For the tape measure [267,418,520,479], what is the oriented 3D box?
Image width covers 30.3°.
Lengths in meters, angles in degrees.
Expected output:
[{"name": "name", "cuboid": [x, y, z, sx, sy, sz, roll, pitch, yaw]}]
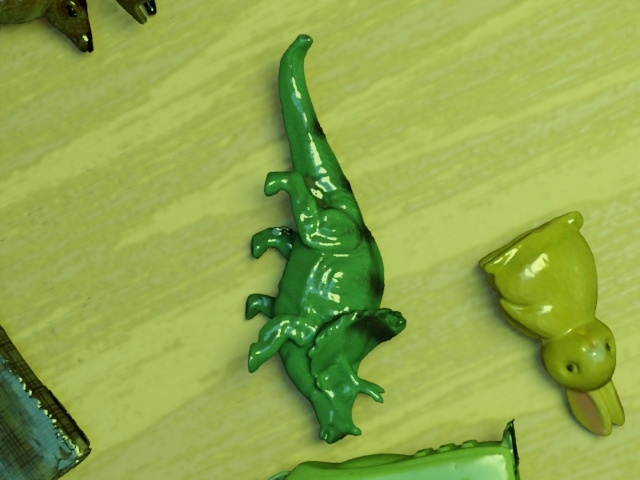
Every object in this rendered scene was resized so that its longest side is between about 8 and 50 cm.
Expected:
[{"name": "tape measure", "cuboid": [0.049, 0.226, 0.840, 0.200, 0.106, 0.175, -8, 83, 9]}]

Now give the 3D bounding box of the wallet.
[{"name": "wallet", "cuboid": [-0.291, 0.110, 0.925, 0.124, 0.042, 0.230, -38, 84, 1]}]

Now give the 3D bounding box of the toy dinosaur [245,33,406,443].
[{"name": "toy dinosaur", "cuboid": [-0.017, 0.005, 0.877, 0.120, 0.079, 0.292, -18, 88, 1]}]

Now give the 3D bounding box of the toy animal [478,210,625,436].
[{"name": "toy animal", "cuboid": [0.184, 0.066, 0.853, 0.083, 0.070, 0.159, -27, 89, 4]}]

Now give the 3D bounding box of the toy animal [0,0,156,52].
[{"name": "toy animal", "cuboid": [-0.276, -0.216, 0.918, 0.260, 0.087, 0.243, -36, 85, 8]}]
